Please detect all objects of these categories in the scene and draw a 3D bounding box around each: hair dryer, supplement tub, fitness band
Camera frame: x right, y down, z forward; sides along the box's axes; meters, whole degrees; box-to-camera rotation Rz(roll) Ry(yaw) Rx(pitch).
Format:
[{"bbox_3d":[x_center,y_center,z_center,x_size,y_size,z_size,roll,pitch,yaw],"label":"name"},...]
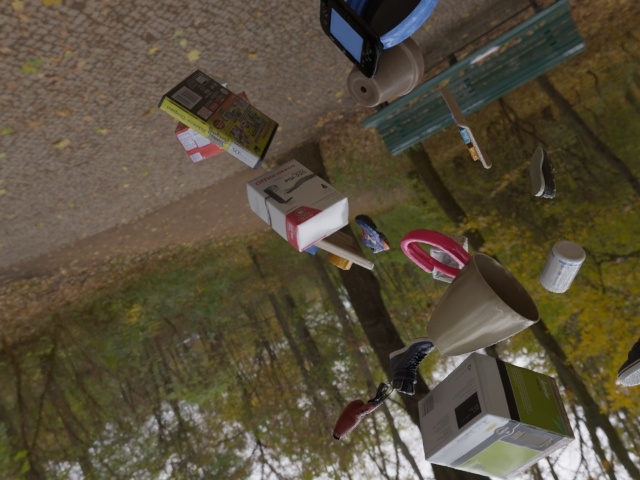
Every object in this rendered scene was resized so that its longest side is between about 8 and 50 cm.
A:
[{"bbox_3d":[0.151,0.637,1.956,0.293,0.080,0.224,-45,168,-8],"label":"hair dryer"},{"bbox_3d":[0.549,0.059,1.172,0.070,0.071,0.107,-24,140,-25],"label":"supplement tub"},{"bbox_3d":[0.390,0.052,1.694,0.209,0.290,0.054,1,-120,55],"label":"fitness band"}]

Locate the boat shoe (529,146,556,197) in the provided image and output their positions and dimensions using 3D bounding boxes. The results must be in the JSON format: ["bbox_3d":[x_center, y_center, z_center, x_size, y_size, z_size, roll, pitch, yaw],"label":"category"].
[{"bbox_3d":[0.822,-0.249,1.895,0.068,0.228,0.081,15,147,-3],"label":"boat shoe"}]

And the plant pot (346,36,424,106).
[{"bbox_3d":[0.222,-0.620,1.928,0.229,0.263,0.263,-50,-171,-29],"label":"plant pot"}]

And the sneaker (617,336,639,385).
[{"bbox_3d":[1.107,0.355,1.702,0.321,0.126,0.128,-33,-139,7],"label":"sneaker"}]

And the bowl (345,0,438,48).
[{"bbox_3d":[0.244,-0.823,1.742,0.391,0.392,0.077,-28,143,33],"label":"bowl"}]

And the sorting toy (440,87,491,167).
[{"bbox_3d":[0.422,-0.326,1.510,0.038,0.193,0.208,-30,135,21],"label":"sorting toy"}]

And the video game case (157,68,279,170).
[{"bbox_3d":[-0.227,-0.295,1.223,0.035,0.248,0.275,-51,-165,26],"label":"video game case"}]

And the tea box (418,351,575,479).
[{"bbox_3d":[0.539,0.565,1.628,0.220,0.323,0.329,-86,-158,-48],"label":"tea box"}]

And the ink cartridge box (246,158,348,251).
[{"bbox_3d":[-0.059,-0.093,1.276,0.158,0.217,0.092,-31,139,-25],"label":"ink cartridge box"}]

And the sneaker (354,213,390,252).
[{"bbox_3d":[0.202,-0.019,2.113,0.087,0.221,0.083,-32,-147,15],"label":"sneaker"}]

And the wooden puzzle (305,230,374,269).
[{"bbox_3d":[0.000,0.000,1.849,0.081,0.321,0.348,-62,-161,10],"label":"wooden puzzle"}]

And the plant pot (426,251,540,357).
[{"bbox_3d":[0.457,0.221,1.540,0.274,0.256,0.256,-50,166,27],"label":"plant pot"}]

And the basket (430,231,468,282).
[{"bbox_3d":[0.480,0.063,1.902,0.113,0.167,0.103,13,-131,28],"label":"basket"}]

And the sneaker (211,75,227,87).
[{"bbox_3d":[-0.385,-0.511,1.803,0.212,0.080,0.094,-66,-179,-64],"label":"sneaker"}]

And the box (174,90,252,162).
[{"bbox_3d":[-0.344,-0.383,1.740,0.256,0.128,0.123,-20,-143,12],"label":"box"}]

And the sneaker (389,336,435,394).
[{"bbox_3d":[0.323,0.440,1.782,0.226,0.086,0.164,-46,-152,44],"label":"sneaker"}]

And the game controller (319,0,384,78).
[{"bbox_3d":[0.095,-0.685,1.708,0.067,0.319,0.167,-26,156,-25],"label":"game controller"}]
